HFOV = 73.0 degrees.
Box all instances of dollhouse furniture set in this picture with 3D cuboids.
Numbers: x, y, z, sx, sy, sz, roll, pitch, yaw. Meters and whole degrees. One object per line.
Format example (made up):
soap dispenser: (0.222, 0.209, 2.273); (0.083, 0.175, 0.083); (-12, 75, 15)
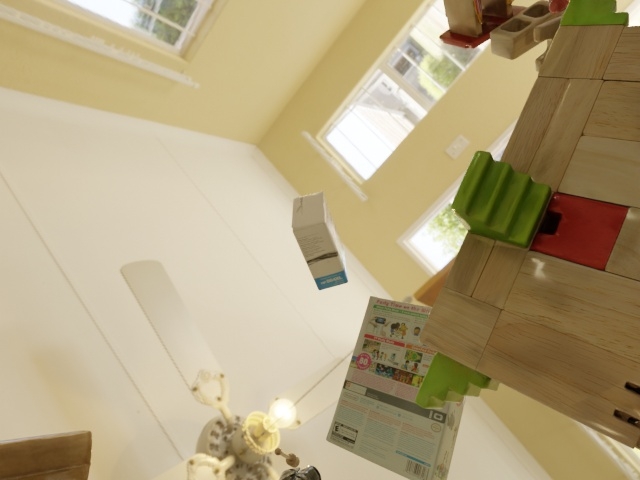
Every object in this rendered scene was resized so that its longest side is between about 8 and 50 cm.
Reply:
dollhouse furniture set: (0.347, -0.432, 0.725); (0.374, 0.152, 0.201); (52, 173, 49)

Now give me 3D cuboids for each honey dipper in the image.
honey dipper: (-0.085, 0.545, 1.091); (0.030, 0.030, 0.161); (58, 172, 36)

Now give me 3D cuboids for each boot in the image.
boot: (-0.121, 0.590, 0.986); (0.161, 0.246, 0.084); (-13, -99, -60)
boot: (-0.504, 0.322, 0.675); (0.269, 0.236, 0.089); (14, 178, -39)

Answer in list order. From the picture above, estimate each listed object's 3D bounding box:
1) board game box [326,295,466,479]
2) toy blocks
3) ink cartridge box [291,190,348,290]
board game box: (0.165, 0.279, 0.846); (0.224, 0.304, 0.097); (6, 159, 39)
toy blocks: (0.256, 0.003, 0.303); (0.260, 0.382, 0.190); (21, 173, 39)
ink cartridge box: (0.000, 0.000, 1.103); (0.148, 0.085, 0.203); (-93, -14, -52)
